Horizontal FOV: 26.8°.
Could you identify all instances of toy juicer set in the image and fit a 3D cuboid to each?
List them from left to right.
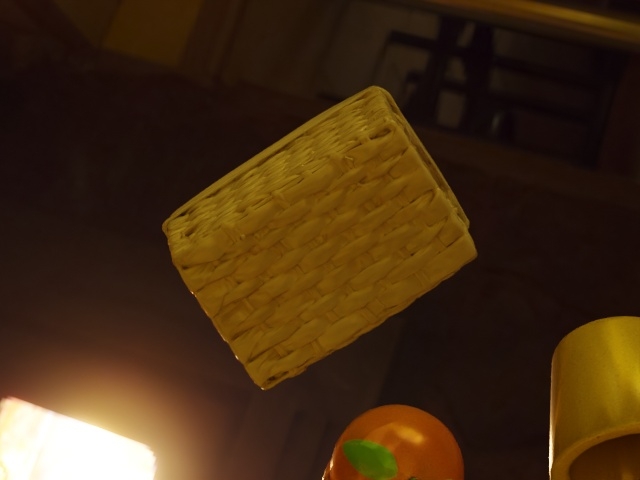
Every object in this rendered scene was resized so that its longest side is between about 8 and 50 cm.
[{"bbox_3d":[0.121,0.175,0.656,0.329,0.209,0.089,52,27,-44],"label":"toy juicer set"}]

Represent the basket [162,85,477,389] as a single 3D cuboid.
[{"bbox_3d":[0.000,0.000,0.809,0.113,0.167,0.103,56,5,-15],"label":"basket"}]
